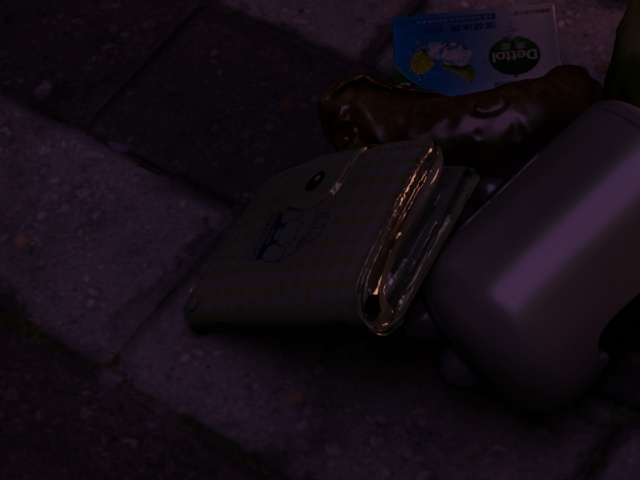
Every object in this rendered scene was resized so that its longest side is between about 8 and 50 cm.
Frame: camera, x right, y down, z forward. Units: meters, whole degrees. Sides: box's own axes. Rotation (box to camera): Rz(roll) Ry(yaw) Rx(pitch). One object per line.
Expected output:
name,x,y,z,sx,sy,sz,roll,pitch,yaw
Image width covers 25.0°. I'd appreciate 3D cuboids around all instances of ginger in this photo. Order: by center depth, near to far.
ginger,0.157,-0.103,1.571,0.321,0.165,0.172,-1,81,3

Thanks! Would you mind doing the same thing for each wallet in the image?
wallet,0.000,0.000,1.481,0.310,0.077,0.223,-3,55,53

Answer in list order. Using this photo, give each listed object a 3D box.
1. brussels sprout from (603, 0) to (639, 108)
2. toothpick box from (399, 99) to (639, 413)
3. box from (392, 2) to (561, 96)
brussels sprout,0.407,-0.178,1.540,0.210,0.219,0.271,-23,46,18
toothpick box,0.229,0.025,1.425,0.316,0.229,0.229,-41,58,-7
box,0.183,-0.199,1.692,0.194,0.073,0.139,-4,54,6
